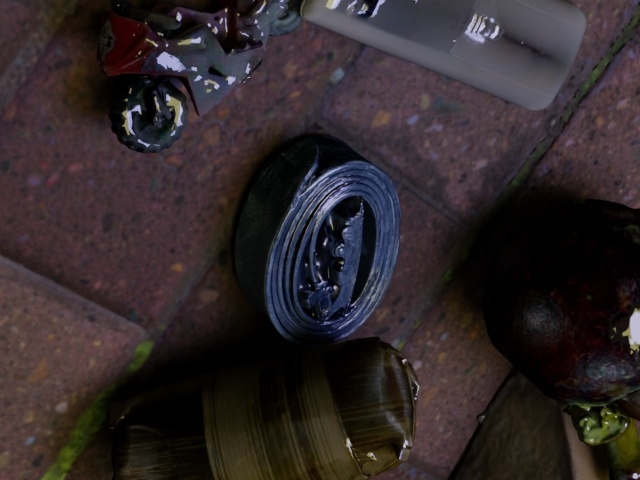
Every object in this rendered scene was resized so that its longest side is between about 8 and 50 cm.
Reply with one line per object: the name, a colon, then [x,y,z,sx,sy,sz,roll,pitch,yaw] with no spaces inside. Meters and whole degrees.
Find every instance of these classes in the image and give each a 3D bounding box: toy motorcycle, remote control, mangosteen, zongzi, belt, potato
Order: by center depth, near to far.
toy motorcycle: [-0.100,-0.172,1.070,0.213,0.082,0.122,-45,135,-18]
remote control: [0.126,-0.198,1.181,0.313,0.055,0.109,14,105,-41]
belt: [0.000,0.000,1.207,0.141,0.082,0.190,-4,117,-34]
zongzi: [-0.038,0.181,1.268,0.286,0.288,0.134,-10,81,7]
mangosteen: [0.275,0.104,1.304,0.231,0.231,0.289,0,92,-29]
potato: [0.288,0.284,1.409,0.211,0.264,0.189,25,109,-30]
